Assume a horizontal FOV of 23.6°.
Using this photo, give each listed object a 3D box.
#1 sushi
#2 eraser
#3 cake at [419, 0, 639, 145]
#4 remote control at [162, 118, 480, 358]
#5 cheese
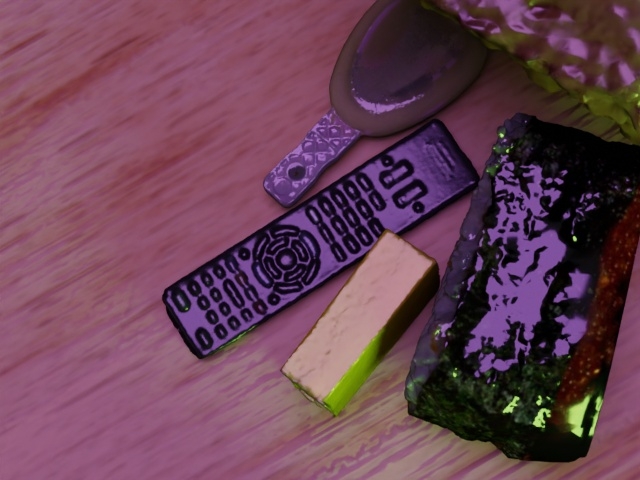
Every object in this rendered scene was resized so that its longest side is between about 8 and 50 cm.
[{"bbox_3d":[0.139,0.033,1.030,0.126,0.136,0.225,14,84,6],"label":"sushi"},{"bbox_3d":[0.029,0.060,1.052,0.045,0.097,0.122,36,82,11],"label":"eraser"},{"bbox_3d":[0.190,-0.244,0.990,0.282,0.256,0.290,33,104,12],"label":"cake"},{"bbox_3d":[0.000,0.000,1.107,0.245,0.025,0.063,-32,76,-3],"label":"remote control"},{"bbox_3d":[0.032,-0.099,1.123,0.097,0.037,0.192,41,84,15],"label":"cheese"}]
